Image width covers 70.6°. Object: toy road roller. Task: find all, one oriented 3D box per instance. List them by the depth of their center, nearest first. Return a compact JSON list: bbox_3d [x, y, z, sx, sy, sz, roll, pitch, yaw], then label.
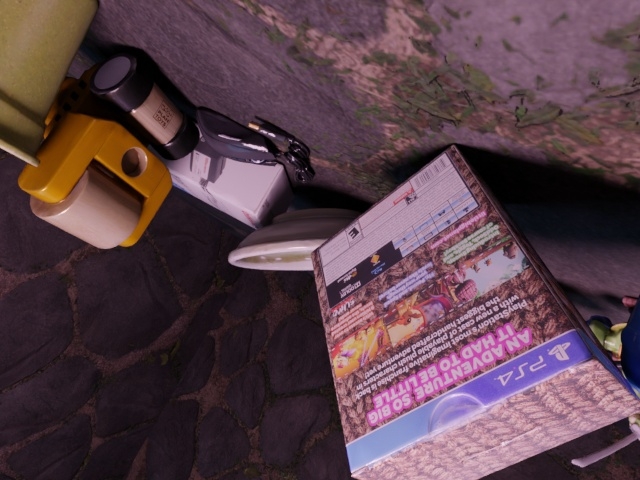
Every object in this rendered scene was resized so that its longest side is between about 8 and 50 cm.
[{"bbox_3d":[-0.406,-0.171,0.826,0.241,0.329,0.202,16,162,26],"label":"toy road roller"}]

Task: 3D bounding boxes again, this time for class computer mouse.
[{"bbox_3d":[-0.137,-0.178,0.839,0.262,0.060,0.184,28,172,3],"label":"computer mouse"}]

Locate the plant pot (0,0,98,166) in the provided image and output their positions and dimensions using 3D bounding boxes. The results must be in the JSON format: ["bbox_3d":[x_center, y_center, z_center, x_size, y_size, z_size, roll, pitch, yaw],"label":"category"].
[{"bbox_3d":[-0.449,-0.281,0.602,0.276,0.253,0.276,27,171,5],"label":"plant pot"}]

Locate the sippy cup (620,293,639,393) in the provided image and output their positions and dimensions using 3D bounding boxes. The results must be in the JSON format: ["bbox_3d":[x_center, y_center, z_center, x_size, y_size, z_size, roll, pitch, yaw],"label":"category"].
[{"bbox_3d":[0.388,0.103,0.351,0.240,0.305,0.224,-5,-158,-29],"label":"sippy cup"}]

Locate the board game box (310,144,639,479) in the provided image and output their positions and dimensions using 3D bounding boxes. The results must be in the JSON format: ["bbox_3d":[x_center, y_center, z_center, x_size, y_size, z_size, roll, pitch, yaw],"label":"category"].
[{"bbox_3d":[0.135,0.081,0.500,0.141,0.232,0.291,35,-151,-35],"label":"board game box"}]

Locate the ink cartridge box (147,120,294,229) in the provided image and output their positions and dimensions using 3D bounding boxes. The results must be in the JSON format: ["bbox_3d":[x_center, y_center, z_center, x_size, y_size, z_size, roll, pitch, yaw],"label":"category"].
[{"bbox_3d":[-0.230,-0.150,1.055,0.308,0.129,0.223,28,171,9],"label":"ink cartridge box"}]

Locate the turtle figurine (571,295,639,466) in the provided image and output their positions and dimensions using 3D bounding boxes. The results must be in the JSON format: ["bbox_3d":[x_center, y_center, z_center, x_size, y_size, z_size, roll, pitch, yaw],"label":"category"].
[{"bbox_3d":[0.461,0.198,0.564,0.267,0.197,0.275,3,-164,34],"label":"turtle figurine"}]

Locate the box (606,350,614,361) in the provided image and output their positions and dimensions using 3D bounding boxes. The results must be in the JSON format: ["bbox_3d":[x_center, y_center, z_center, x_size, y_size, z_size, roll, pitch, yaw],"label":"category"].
[{"bbox_3d":[0.572,0.286,1.103,0.207,0.108,0.153,25,171,25],"label":"box"}]

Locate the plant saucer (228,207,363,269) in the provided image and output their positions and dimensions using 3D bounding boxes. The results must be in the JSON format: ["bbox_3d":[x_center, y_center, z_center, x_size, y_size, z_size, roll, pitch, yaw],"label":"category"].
[{"bbox_3d":[0.000,0.000,0.999,0.401,0.100,0.400,-2,170,0],"label":"plant saucer"}]
